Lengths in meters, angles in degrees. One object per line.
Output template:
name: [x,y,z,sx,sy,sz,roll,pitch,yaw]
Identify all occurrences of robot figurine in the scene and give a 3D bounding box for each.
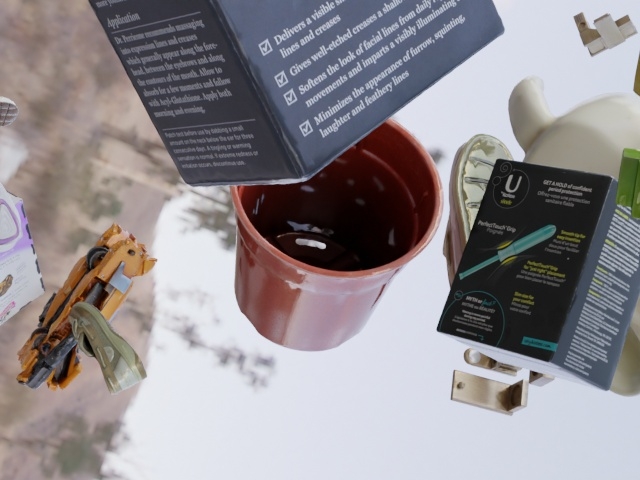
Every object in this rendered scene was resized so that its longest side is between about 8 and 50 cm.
robot figurine: [-0.378,0.115,2.171,0.291,0.085,0.211,-55,-160,1]

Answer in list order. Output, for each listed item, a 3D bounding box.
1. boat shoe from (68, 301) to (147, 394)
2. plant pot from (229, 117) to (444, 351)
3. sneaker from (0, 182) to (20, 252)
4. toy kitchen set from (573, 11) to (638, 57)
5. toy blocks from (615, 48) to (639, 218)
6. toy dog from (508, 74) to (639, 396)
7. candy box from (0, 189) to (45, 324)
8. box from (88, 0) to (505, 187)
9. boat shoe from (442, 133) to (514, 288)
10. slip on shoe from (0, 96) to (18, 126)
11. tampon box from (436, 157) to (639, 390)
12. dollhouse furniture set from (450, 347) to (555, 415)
boat shoe: [-0.250,0.120,1.536,0.048,0.056,0.153,-34,-135,-19]
plant pot: [0.000,0.000,1.816,0.265,0.273,0.272,107,-6,-56]
sneaker: [-0.529,-0.062,1.736,0.152,0.305,0.114,-23,-133,60]
toy kitchen set: [0.453,-0.357,2.211,0.083,0.068,0.075,-27,-133,19]
toy blocks: [0.280,0.034,0.867,0.381,0.191,0.261,87,15,-45]
toy dog: [0.414,-0.036,1.604,0.395,0.408,0.284,40,-60,27]
candy box: [-0.512,0.042,2.063,0.165,0.070,0.196,-40,145,-33]
box: [-0.058,-0.290,1.284,0.293,0.395,0.212,-37,-158,-30]
boat shoe: [0.217,-0.003,1.918,0.103,0.113,0.302,134,-37,-56]
slip on shoe: [-0.524,-0.209,2.128,0.051,0.041,0.135,-54,156,19]
tampon box: [0.195,0.028,1.157,0.120,0.101,0.161,14,-99,43]
dollhouse furniture set: [0.322,0.208,2.401,0.151,0.123,0.144,136,-34,-60]
